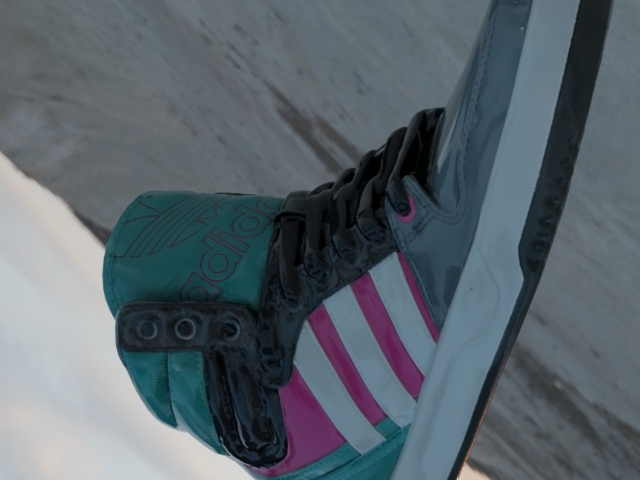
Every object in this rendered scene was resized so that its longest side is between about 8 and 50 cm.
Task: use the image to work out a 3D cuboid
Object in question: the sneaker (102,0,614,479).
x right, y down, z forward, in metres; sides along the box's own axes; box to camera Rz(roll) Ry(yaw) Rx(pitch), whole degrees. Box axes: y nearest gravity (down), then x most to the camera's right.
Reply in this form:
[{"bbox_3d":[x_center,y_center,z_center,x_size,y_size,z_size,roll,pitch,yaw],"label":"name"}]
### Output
[{"bbox_3d":[0.000,0.000,0.411,0.178,0.295,0.124,21,-146,9],"label":"sneaker"}]
